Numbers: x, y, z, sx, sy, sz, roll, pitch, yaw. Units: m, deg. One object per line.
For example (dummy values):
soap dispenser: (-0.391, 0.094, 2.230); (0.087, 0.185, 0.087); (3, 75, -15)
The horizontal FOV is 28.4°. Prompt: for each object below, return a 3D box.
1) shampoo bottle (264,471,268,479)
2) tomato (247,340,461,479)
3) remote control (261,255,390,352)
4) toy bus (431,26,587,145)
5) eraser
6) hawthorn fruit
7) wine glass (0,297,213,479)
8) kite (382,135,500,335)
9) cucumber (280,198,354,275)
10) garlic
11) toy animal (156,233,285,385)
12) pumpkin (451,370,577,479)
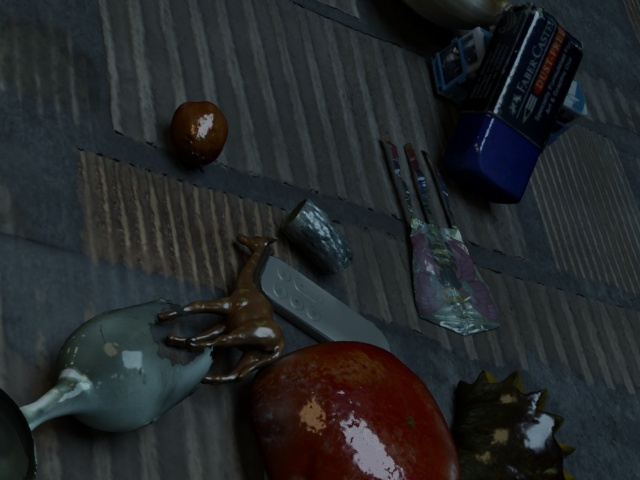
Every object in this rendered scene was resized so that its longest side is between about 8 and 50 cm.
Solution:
shampoo bottle: (-0.048, 0.297, 1.522); (0.049, 0.034, 0.141); (28, 42, -32)
tomato: (0.069, 0.254, 1.566); (0.338, 0.143, 0.338); (36, 33, -28)
remote control: (0.001, 0.103, 1.745); (0.245, 0.022, 0.077); (36, 42, -21)
toy bus: (0.352, -0.282, 2.349); (0.297, 0.131, 0.106); (21, 48, -35)
eraser: (0.333, -0.240, 2.187); (0.155, 0.101, 0.332); (31, 75, -31)
hawthorn fruit: (-0.165, -0.140, 1.719); (0.081, 0.081, 0.093); (24, 46, -33)
wine glass: (-0.251, 0.158, 1.336); (0.143, 0.143, 0.321); (55, 35, 4)
kite: (0.185, -0.011, 2.040); (0.204, 0.022, 0.360); (8, 56, -44)
cucumber: (-0.002, -0.001, 1.793); (0.112, 0.064, 0.064); (47, 37, -10)
garlic: (0.214, -0.477, 2.328); (0.325, 0.132, 0.279); (32, 11, -11)
toy animal: (-0.105, 0.078, 1.600); (0.229, 0.066, 0.224); (-20, 46, -34)
pumpkin: (0.270, 0.303, 1.782); (0.149, 0.130, 0.254); (-18, 76, -52)
